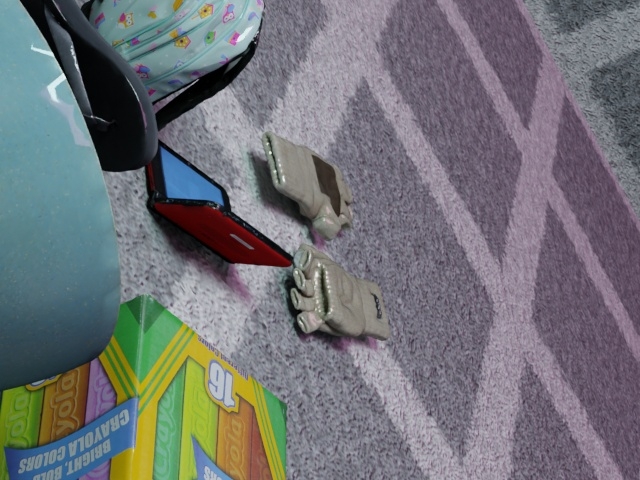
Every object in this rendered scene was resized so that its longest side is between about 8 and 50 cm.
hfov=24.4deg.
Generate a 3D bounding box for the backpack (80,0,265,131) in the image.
[{"bbox_3d":[-0.144,-0.199,1.385,0.115,0.182,0.152,37,38,-48],"label":"backpack"}]

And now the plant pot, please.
[{"bbox_3d":[-0.280,-0.019,0.879,0.195,0.290,0.290,-26,93,-32],"label":"plant pot"}]

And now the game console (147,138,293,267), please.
[{"bbox_3d":[-0.100,-0.040,1.463,0.144,0.124,0.085,36,64,-49],"label":"game console"}]

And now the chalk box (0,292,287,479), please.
[{"bbox_3d":[-0.142,0.219,1.016,0.180,0.179,0.289,44,32,-41],"label":"chalk box"}]

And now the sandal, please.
[{"bbox_3d":[-0.235,-0.163,1.290,0.254,0.097,0.054,57,36,1],"label":"sandal"}]

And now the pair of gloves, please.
[{"bbox_3d":[0.000,0.000,1.687,0.204,0.042,0.240,14,58,-65],"label":"pair of gloves"}]
